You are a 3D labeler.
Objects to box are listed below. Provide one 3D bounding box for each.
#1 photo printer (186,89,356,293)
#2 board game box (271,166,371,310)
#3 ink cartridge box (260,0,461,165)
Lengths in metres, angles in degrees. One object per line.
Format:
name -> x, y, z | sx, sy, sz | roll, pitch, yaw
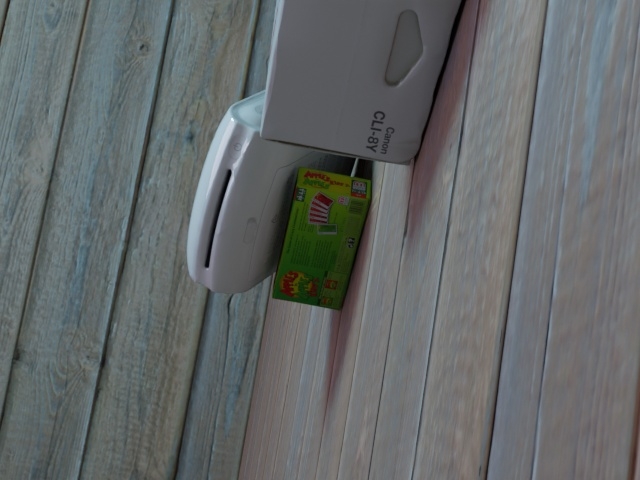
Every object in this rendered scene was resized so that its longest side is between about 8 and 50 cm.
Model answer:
photo printer -> -0.060, -0.078, 1.704 | 0.307, 0.107, 0.256 | -36, -33, -57
board game box -> 0.000, 0.000, 1.637 | 0.043, 0.092, 0.181 | -84, 6, -54
ink cartridge box -> 0.045, -0.306, 1.313 | 0.385, 0.160, 0.279 | -86, 6, -49
